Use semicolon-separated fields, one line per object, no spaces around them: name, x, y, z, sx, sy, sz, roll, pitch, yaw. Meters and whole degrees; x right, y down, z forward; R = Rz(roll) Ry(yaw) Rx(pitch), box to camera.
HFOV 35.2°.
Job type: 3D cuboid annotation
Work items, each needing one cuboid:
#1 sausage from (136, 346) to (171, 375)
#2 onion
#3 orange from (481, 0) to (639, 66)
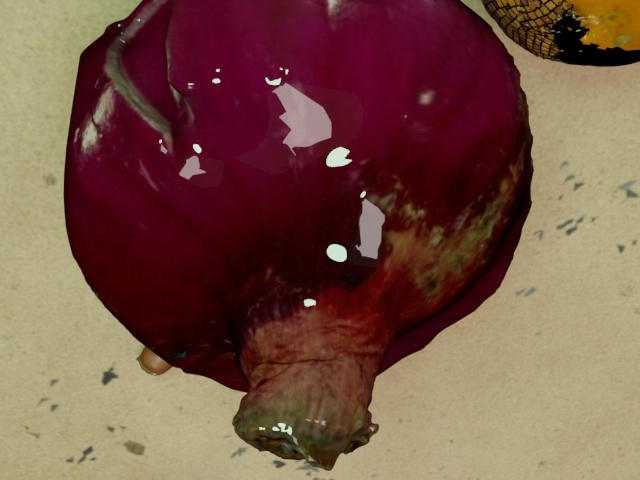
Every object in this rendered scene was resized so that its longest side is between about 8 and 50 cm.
sausage;-0.145;0.071;1.032;0.047;0.040;0.176;11;124;-19
onion;0.000;0.000;0.772;0.398;0.420;0.398;-9;132;-10
orange;0.232;-0.247;0.790;0.234;0.182;0.234;-13;128;-18
